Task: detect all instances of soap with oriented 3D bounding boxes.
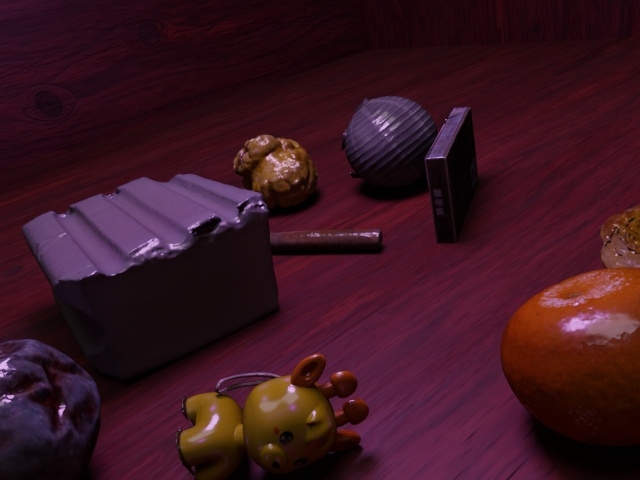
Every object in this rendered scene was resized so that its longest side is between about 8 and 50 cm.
[{"bbox_3d":[-0.324,0.035,1.099,0.350,0.212,0.435,-29,29,-27],"label":"soap"}]

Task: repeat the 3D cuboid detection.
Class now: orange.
[{"bbox_3d":[0.314,0.128,0.651,0.224,0.170,0.224,-22,5,2],"label":"orange"}]

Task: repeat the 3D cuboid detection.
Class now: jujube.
[{"bbox_3d":[-0.422,0.237,0.711,0.308,0.215,0.246,-7,2,20],"label":"jujube"}]

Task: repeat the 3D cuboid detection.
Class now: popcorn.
[{"bbox_3d":[-0.109,-0.186,1.490,0.200,0.203,0.226,-8,41,34],"label":"popcorn"}]

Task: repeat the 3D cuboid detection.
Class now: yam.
[{"bbox_3d":[0.000,0.000,1.220,0.264,0.046,0.046,-2,26,23],"label":"yam"}]

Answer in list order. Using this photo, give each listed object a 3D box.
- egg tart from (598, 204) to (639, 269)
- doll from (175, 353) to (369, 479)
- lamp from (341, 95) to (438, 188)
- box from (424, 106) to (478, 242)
[{"bbox_3d":[0.525,0.037,0.827,0.291,0.107,0.290,-6,27,3],"label":"egg tart"},{"bbox_3d":[-0.053,0.215,0.696,0.221,0.143,0.135,-21,22,7],"label":"doll"},{"bbox_3d":[0.170,-0.246,1.448,0.233,0.233,0.265,7,33,36],"label":"lamp"},{"bbox_3d":[0.282,-0.148,1.242,0.047,0.180,0.325,-2,27,24],"label":"box"}]
